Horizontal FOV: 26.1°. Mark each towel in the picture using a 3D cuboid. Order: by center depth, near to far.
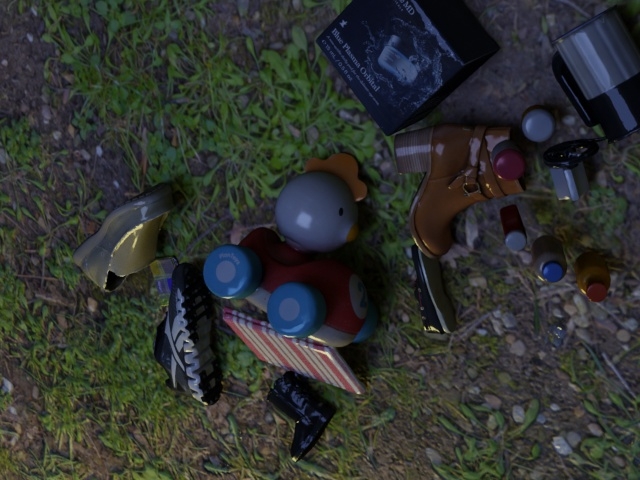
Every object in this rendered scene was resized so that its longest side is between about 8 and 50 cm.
[{"bbox_3d":[-0.036,0.155,1.975,0.197,0.029,0.144,16,159,30],"label":"towel"},{"bbox_3d":[-0.239,0.064,2.155,0.060,0.009,0.083,-2,108,38],"label":"towel"}]

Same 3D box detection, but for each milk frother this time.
[{"bbox_3d":[0.295,-0.166,1.540,0.129,0.143,0.135,-28,93,49],"label":"milk frother"}]

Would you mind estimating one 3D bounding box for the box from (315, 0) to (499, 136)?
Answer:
[{"bbox_3d":[0.104,-0.241,1.691,0.156,0.093,0.158,53,131,6],"label":"box"}]

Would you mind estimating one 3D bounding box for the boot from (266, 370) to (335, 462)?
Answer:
[{"bbox_3d":[-0.040,0.261,2.066,0.099,0.045,0.121,39,122,15],"label":"boot"}]

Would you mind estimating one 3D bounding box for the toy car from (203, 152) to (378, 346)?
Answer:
[{"bbox_3d":[0.000,0.000,1.849,0.210,0.219,0.238,30,97,24],"label":"toy car"}]

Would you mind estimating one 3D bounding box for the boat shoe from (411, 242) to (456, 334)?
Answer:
[{"bbox_3d":[0.142,0.064,1.830,0.042,0.049,0.133,-8,110,32],"label":"boat shoe"}]

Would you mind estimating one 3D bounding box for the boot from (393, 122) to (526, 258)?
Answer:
[{"bbox_3d":[0.184,-0.059,1.730,0.152,0.073,0.197,-4,129,20],"label":"boot"}]

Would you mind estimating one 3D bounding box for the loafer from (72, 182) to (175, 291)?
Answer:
[{"bbox_3d":[-0.286,-0.002,2.109,0.092,0.102,0.268,55,141,2],"label":"loafer"}]

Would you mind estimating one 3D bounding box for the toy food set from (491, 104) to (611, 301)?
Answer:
[{"bbox_3d":[0.266,-0.036,1.621,0.111,0.104,0.232,-15,105,10],"label":"toy food set"}]

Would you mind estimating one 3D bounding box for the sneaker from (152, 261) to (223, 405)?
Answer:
[{"bbox_3d":[-0.219,0.143,2.125,0.106,0.078,0.234,5,115,28],"label":"sneaker"}]
